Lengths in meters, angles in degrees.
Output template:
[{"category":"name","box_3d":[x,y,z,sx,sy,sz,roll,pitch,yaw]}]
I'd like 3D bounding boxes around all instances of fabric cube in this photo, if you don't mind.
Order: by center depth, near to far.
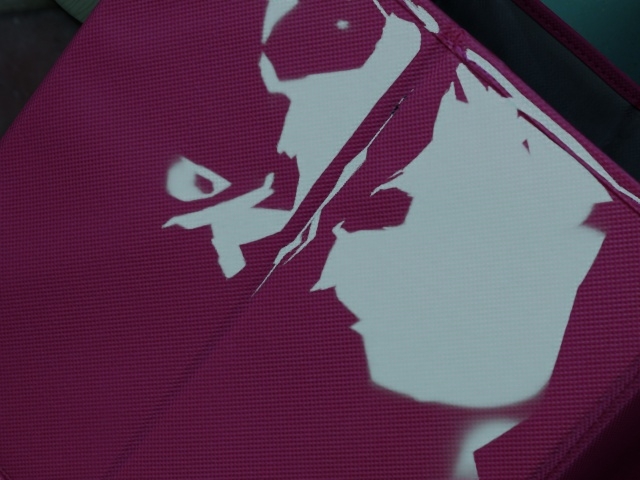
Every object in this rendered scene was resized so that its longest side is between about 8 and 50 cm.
[{"category":"fabric cube","box_3d":[0.025,0.026,0.729,0.259,0.258,0.254,44,16,19]}]

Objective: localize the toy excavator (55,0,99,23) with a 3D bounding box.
[{"category":"toy excavator","box_3d":[-0.077,-0.380,1.167,0.445,0.222,0.433,-28,89,-39]}]

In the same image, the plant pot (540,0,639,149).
[{"category":"plant pot","box_3d":[0.143,-0.150,1.145,0.271,0.255,0.272,31,52,-49]}]
